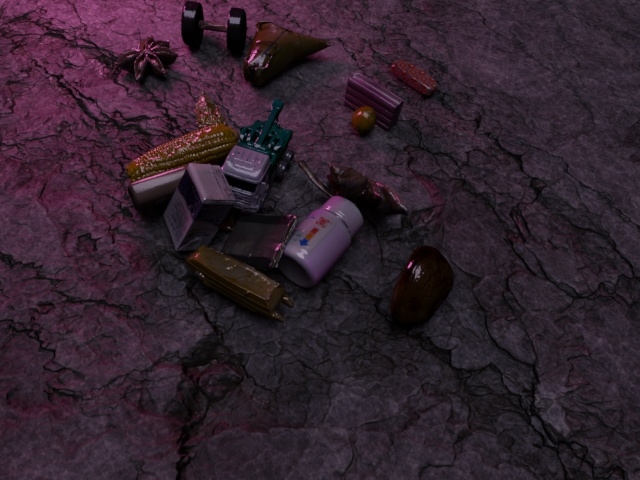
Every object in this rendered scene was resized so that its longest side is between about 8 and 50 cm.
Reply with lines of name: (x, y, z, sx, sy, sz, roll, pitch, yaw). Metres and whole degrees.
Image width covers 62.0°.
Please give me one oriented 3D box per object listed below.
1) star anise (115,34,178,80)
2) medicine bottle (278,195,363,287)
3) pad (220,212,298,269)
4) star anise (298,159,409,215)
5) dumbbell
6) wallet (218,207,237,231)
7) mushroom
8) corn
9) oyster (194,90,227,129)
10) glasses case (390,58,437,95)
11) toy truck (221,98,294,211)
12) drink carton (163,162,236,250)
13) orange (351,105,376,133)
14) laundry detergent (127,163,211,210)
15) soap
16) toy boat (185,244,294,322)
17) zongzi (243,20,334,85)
star anise: (-0.597, -0.633, 1.868, 0.197, 0.073, 0.212, 39, 64, 21)
medicine bottle: (0.000, 0.000, 1.493, 0.152, 0.152, 0.254, 34, 59, 14)
pad: (-0.177, -0.005, 1.462, 0.233, 0.022, 0.174, 6, 62, 40)
star anise: (0.109, -0.150, 1.591, 0.350, 0.292, 0.108, 23, 88, -18)
dumbbell: (-0.384, -0.777, 1.940, 0.218, 0.152, 0.152, 7, 57, -3)
wallet: (-0.294, -0.104, 1.597, 0.095, 0.026, 0.176, 5, 59, -11)
mushroom: (0.278, 0.124, 1.425, 0.138, 0.194, 0.231, 27, 69, 11)
corn: (-0.413, -0.259, 1.625, 0.363, 0.120, 0.120, -28, 65, -22)
oyster: (-0.368, -0.423, 1.789, 0.122, 0.045, 0.146, 23, 57, -9)
glasses case: (0.349, -0.605, 1.982, 0.194, 0.049, 0.073, 42, 61, 18)
toy truck: (-0.190, -0.254, 1.601, 0.177, 0.178, 0.363, 18, 50, 3)
drink carton: (-0.337, -0.086, 1.457, 0.102, 0.222, 0.134, -4, 54, -43)
orange: (0.148, -0.408, 1.811, 0.085, 0.085, 0.095, 16, 80, 3)
laundry detergent: (-0.429, -0.158, 1.534, 0.237, 0.171, 0.076, -24, 93, -21)
soap: (0.181, -0.481, 1.840, 0.203, 0.122, 0.065, 37, 61, 14)
toy boat: (-0.217, 0.118, 1.412, 0.310, 0.115, 0.089, 25, 58, 12)
zongzi: (-0.115, -0.652, 1.917, 0.289, 0.123, 0.260, 14, 61, -3)
